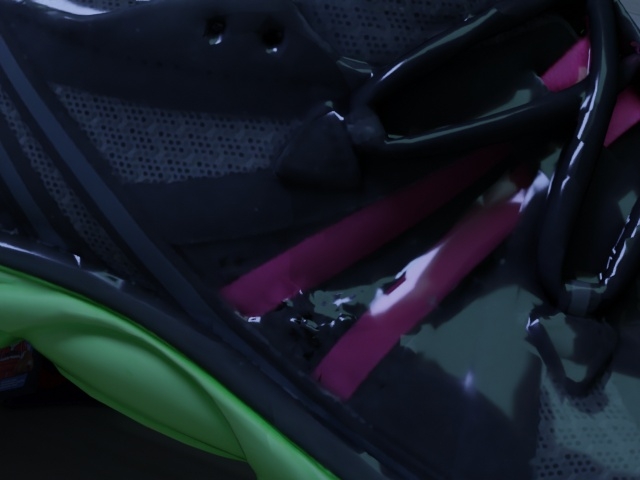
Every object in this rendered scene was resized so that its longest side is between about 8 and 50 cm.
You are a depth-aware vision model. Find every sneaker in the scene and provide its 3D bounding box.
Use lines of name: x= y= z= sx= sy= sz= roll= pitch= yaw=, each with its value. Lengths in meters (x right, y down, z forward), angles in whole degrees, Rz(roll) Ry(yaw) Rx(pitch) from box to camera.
sneaker: x=0.042 y=-0.015 z=0.571 sx=0.482 sy=0.202 sz=0.185 roll=23 pitch=21 yaw=6

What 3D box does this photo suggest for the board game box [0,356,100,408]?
board game box: x=0.000 y=0.000 z=0.832 sx=0.346 sy=0.056 sz=0.208 roll=0 pitch=23 yaw=-26

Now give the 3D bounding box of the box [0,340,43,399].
box: x=-0.232 y=0.016 z=0.618 sx=0.233 sy=0.044 sz=0.159 roll=-10 pitch=35 yaw=-45
